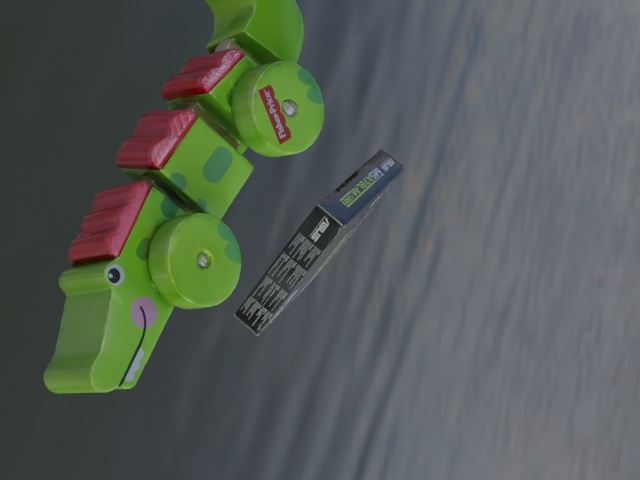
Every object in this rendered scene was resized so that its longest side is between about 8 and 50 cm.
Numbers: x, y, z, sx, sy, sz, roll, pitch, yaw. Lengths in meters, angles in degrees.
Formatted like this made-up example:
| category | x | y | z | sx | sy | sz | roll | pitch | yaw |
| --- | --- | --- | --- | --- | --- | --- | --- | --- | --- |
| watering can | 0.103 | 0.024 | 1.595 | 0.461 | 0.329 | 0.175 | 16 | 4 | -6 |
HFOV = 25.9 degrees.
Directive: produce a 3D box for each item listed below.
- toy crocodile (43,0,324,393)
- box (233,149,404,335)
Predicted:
| category | x | y | z | sx | sy | sz | roll | pitch | yaw |
| --- | --- | --- | --- | --- | --- | --- | --- | --- | --- |
| toy crocodile | -0.099 | -0.044 | 0.971 | 0.105 | 0.115 | 0.340 | 40 | 65 | -30 |
| box | 0.000 | 0.000 | 1.578 | 0.190 | 0.045 | 0.184 | -52 | 178 | 32 |
